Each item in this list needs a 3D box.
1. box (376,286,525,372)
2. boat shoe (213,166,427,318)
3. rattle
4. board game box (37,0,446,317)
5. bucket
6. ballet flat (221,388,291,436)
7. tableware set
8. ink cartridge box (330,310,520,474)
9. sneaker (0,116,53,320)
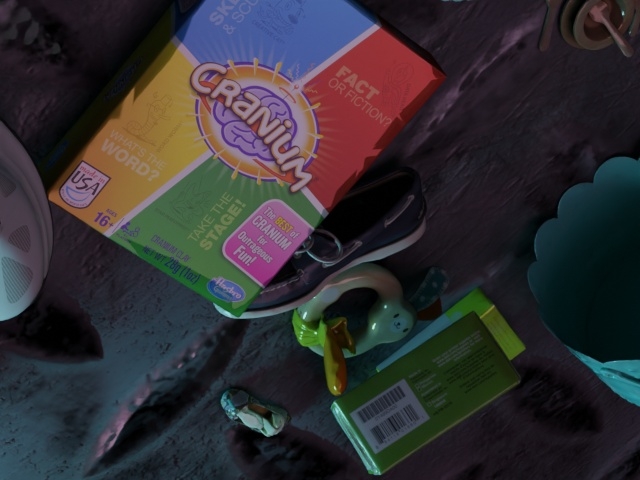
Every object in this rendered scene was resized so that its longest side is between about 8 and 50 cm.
[{"bbox_3d":[0.149,0.147,1.947,0.178,0.042,0.109,-38,136,3],"label":"box"},{"bbox_3d":[0.000,0.000,1.692,0.254,0.095,0.079,-22,137,-15],"label":"boat shoe"},{"bbox_3d":[0.081,0.099,1.801,0.200,0.143,0.130,8,105,-29],"label":"rattle"},{"bbox_3d":[-0.074,-0.111,1.529,0.242,0.064,0.316,33,106,-28],"label":"board game box"},{"bbox_3d":[0.396,0.054,1.868,0.281,0.281,0.183,-39,140,3],"label":"bucket"},{"bbox_3d":[-0.069,0.206,1.866,0.041,0.041,0.114,-47,136,12],"label":"ballet flat"},{"bbox_3d":[0.303,-0.276,1.681,0.128,0.039,0.194,-12,132,-23],"label":"tableware set"},{"bbox_3d":[0.111,0.181,1.859,0.189,0.097,0.255,-32,174,-6],"label":"ink cartridge box"},{"bbox_3d":[-0.348,-0.034,1.308,0.169,0.257,0.447,-16,133,6],"label":"sneaker"}]
